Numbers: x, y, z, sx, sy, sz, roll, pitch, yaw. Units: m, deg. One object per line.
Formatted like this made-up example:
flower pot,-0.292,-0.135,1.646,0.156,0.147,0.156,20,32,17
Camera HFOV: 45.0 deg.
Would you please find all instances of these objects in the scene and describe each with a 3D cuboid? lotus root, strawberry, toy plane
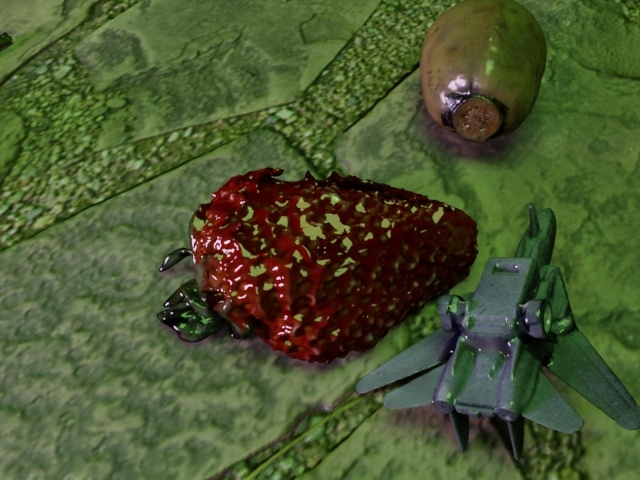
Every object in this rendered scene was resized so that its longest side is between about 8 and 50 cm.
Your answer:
lotus root,0.168,-0.194,0.807,0.125,0.118,0.221,18,53,-10
strawberry,0.000,0.000,0.644,0.286,0.106,0.188,-14,54,-14
toy plane,0.160,0.042,0.626,0.212,0.088,0.267,2,44,30

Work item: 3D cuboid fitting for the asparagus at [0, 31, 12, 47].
asparagus,-0.381,-0.194,0.844,0.015,0.014,0.114,13,50,30
